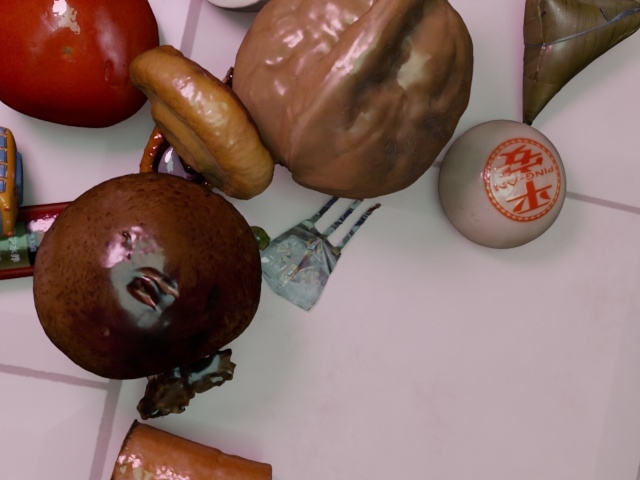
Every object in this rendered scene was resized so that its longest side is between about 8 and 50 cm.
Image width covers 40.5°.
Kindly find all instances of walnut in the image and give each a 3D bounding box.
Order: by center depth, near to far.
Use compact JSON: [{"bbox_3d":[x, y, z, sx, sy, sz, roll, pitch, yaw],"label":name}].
[{"bbox_3d":[0.058,-0.248,1.359,0.383,0.383,0.384,0,91,-9],"label":"walnut"}]

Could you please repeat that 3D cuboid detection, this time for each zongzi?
[{"bbox_3d":[0.470,-0.329,1.567,0.228,0.115,0.256,-3,102,-16],"label":"zongzi"}]

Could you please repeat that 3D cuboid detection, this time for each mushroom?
[{"bbox_3d":[-0.245,0.071,1.359,0.331,0.356,0.334,-28,73,5],"label":"mushroom"}]

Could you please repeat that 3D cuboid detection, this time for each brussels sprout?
[{"bbox_3d":[-0.129,0.007,1.498,0.083,0.046,0.051,-32,89,-7],"label":"brussels sprout"}]

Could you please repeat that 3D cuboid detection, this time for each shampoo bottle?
[{"bbox_3d":[-0.424,-0.005,1.433,0.314,0.076,0.118,-7,90,-10],"label":"shampoo bottle"}]

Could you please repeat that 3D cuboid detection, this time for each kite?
[{"bbox_3d":[0.000,0.000,1.534,0.141,0.015,0.245,44,88,-9],"label":"kite"}]

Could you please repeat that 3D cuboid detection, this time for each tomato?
[{"bbox_3d":[-0.390,-0.306,1.345,0.298,0.226,0.299,-7,115,-16],"label":"tomato"}]

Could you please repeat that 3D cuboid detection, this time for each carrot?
[{"bbox_3d":[-0.219,0.420,1.424,0.254,0.196,0.196,20,88,-5],"label":"carrot"}]

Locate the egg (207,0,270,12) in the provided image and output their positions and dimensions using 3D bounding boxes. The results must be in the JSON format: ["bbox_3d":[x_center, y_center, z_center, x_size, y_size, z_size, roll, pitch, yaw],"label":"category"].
[{"bbox_3d":[-0.104,-0.483,1.440,0.271,0.161,0.206,23,111,28],"label":"egg"}]

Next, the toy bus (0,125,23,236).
[{"bbox_3d":[-0.536,-0.091,1.354,0.136,0.126,0.209,-2,48,-17],"label":"toy bus"}]

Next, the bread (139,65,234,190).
[{"bbox_3d":[-0.220,-0.175,1.462,0.139,0.095,0.269,18,77,-25],"label":"bread"}]

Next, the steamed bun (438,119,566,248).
[{"bbox_3d":[0.327,-0.099,1.522,0.231,0.145,0.232,0,91,-9],"label":"steamed bun"}]

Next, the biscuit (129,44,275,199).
[{"bbox_3d":[-0.171,-0.164,1.295,0.091,0.213,0.274,-43,121,-15],"label":"biscuit"}]
